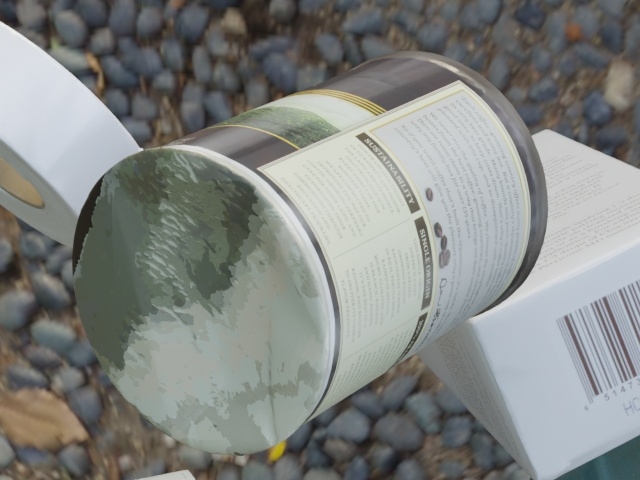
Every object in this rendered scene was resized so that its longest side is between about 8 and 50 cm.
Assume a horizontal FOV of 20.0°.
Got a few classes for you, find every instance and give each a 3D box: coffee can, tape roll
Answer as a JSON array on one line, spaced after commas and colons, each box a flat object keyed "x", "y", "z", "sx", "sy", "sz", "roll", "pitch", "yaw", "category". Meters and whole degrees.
[{"x": 0.000, "y": 0.000, "z": 1.214, "sx": 0.201, "sy": 0.201, "sz": 0.275, "roll": 54, "pitch": 39, "yaw": 8, "category": "coffee can"}, {"x": -0.313, "y": -0.114, "z": 1.880, "sx": 0.286, "sy": 0.286, "sz": 0.100, "roll": 37, "pitch": 74, "yaw": 4, "category": "tape roll"}]

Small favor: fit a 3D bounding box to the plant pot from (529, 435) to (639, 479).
[{"x": 0.440, "y": 0.228, "z": 1.781, "sx": 0.341, "sy": 0.341, "sz": 0.334, "roll": 43, "pitch": 118, "yaw": 5, "category": "plant pot"}]

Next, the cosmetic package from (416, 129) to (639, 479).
[{"x": 0.203, "y": 0.042, "z": 1.660, "sx": 0.230, "sy": 0.453, "sz": 0.161, "roll": -25, "pitch": 105, "yaw": -4, "category": "cosmetic package"}]

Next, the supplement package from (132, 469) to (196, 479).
[{"x": -0.131, "y": 0.286, "z": 1.403, "sx": 0.105, "sy": 0.105, "sz": 0.179, "roll": -9, "pitch": 110, "yaw": -19, "category": "supplement package"}]
